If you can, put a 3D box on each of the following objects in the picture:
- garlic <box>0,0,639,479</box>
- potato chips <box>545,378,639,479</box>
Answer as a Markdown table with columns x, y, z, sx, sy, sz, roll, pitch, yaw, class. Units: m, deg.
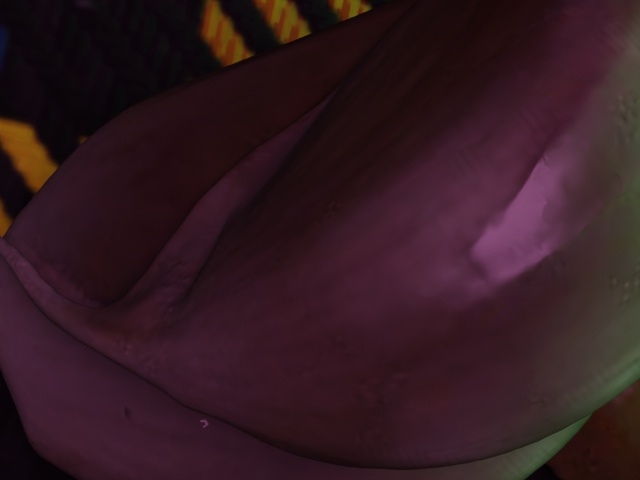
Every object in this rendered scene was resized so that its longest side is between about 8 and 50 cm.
| x | y | z | sx | sy | sz | roll | pitch | yaw | class |
| --- | --- | --- | --- | --- | --- | --- | --- | --- | --- |
| 0.000 | 0.000 | 0.758 | 0.340 | 0.231 | 0.246 | -14 | 86 | 1 | garlic |
| 0.163 | 0.023 | 0.885 | 0.208 | 0.062 | 0.195 | -16 | 89 | -14 | potato chips |
